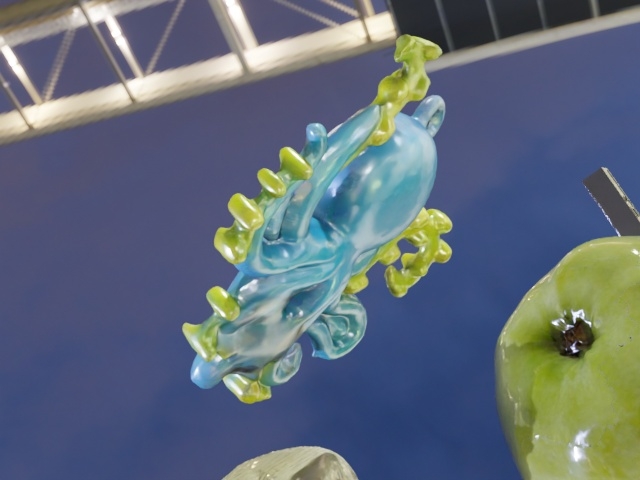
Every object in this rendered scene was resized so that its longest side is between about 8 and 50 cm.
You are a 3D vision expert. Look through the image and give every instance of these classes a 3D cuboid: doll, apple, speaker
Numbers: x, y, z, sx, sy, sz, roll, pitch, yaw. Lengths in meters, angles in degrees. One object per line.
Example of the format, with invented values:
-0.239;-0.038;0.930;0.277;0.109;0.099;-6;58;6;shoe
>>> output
0.000;0.000;0.838;0.341;0.346;0.099;-45;-118;-2;doll
0.354;0.173;0.963;0.357;0.357;0.357;-15;-143;12;apple
0.527;-0.038;1.596;0.046;0.040;0.191;-39;-109;27;speaker

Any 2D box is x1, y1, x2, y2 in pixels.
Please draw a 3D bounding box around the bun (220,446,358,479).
-0.059;0.365;1.012;0.281;0.205;0.281;-24;-173;3;bun
